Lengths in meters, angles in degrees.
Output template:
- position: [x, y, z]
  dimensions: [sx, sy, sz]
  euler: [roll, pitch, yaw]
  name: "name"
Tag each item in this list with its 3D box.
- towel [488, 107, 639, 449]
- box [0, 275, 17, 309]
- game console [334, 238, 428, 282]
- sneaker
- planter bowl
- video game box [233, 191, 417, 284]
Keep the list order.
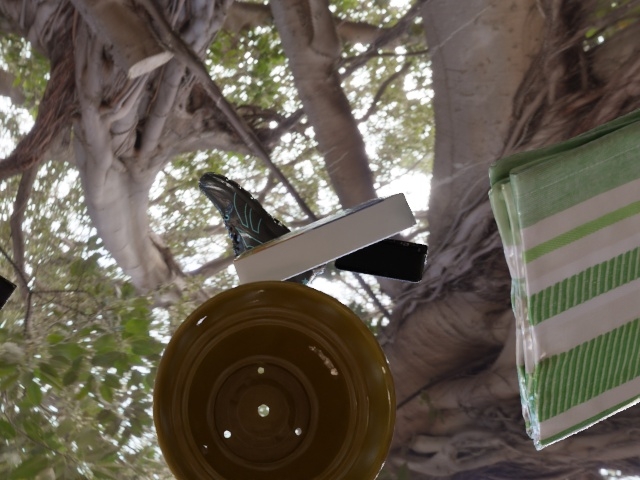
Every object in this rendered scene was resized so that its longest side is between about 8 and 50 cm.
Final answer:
- position: [0.281, 0.034, 0.617]
  dimensions: [0.248, 0.038, 0.324]
  euler: [-22, -58, -8]
  name: "towel"
- position: [-0.302, 0.031, 0.440]
  dimensions: [0.162, 0.029, 0.116]
  euler: [40, -141, -24]
  name: "box"
- position: [0.089, 0.034, 0.966]
  dimensions: [0.122, 0.107, 0.071]
  euler: [10, -109, 10]
  name: "game console"
- position: [-0.118, -0.011, 1.127]
  dimensions: [0.267, 0.101, 0.106]
  euler: [41, -95, 9]
  name: "sneaker"
- position: [-0.047, 0.153, 0.622]
  dimensions: [0.217, 0.090, 0.217]
  euler: [6, -113, -14]
  name: "planter bowl"
- position: [0.000, 0.000, 0.813]
  dimensions: [0.205, 0.187, 0.048]
  euler: [-22, -89, -3]
  name: "video game box"
